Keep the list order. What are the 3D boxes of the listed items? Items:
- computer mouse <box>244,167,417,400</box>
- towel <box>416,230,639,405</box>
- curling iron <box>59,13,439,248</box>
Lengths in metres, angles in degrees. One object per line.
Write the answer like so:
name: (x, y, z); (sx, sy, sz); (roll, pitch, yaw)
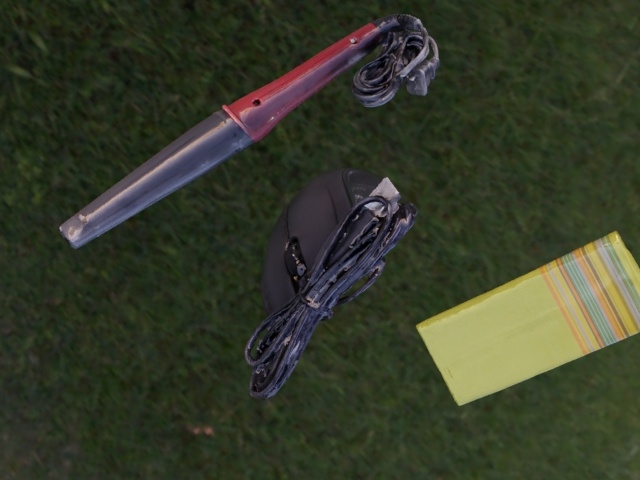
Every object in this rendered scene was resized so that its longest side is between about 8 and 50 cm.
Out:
computer mouse: (0.000, 0.000, 0.979); (0.072, 0.272, 0.188); (36, 106, -5)
towel: (0.223, 0.083, 1.257); (0.237, 0.102, 0.021); (-27, -179, 23)
curling iron: (-0.041, -0.072, 0.764); (0.274, 0.068, 0.035); (-28, 129, -13)
